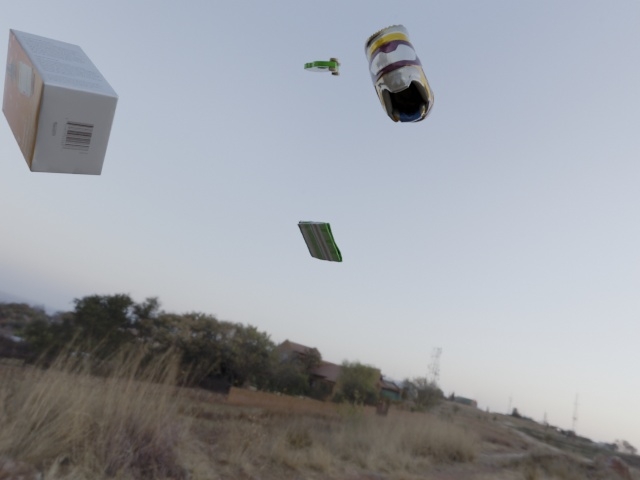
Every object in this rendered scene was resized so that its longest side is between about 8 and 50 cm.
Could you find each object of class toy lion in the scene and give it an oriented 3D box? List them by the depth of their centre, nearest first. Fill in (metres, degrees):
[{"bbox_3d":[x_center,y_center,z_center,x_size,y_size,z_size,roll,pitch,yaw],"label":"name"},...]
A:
[{"bbox_3d":[0.003,-0.458,1.075,0.096,0.034,0.100,6,14,7],"label":"toy lion"}]

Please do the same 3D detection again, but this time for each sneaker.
[{"bbox_3d":[0.104,-0.172,0.502,0.069,0.084,0.185,-18,-17,24],"label":"sneaker"}]

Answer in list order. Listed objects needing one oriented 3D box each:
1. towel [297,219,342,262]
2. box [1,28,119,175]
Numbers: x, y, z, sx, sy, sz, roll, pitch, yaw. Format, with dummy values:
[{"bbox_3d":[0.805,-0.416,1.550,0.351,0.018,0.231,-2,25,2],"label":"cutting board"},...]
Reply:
[{"bbox_3d":[0.000,0.000,1.052,0.152,0.023,0.113,6,-57,60],"label":"towel"},{"bbox_3d":[-0.376,-0.194,0.581,0.091,0.130,0.170,-6,44,-48],"label":"box"}]
